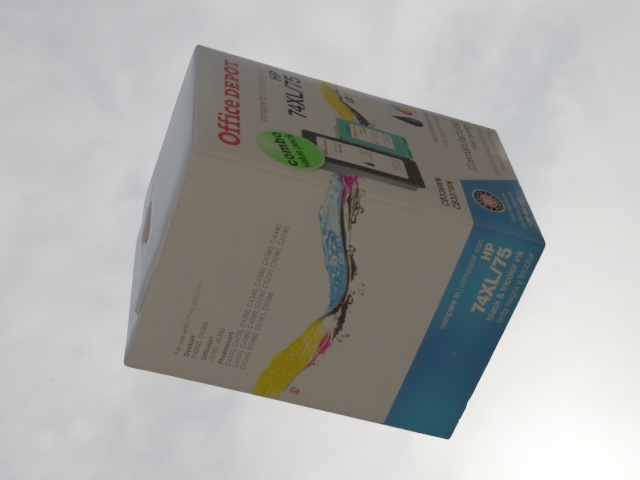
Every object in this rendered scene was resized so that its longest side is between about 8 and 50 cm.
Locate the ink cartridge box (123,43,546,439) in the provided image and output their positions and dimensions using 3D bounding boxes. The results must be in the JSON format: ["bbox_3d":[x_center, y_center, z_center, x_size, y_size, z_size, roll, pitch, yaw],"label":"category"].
[{"bbox_3d":[0.000,0.000,0.962,0.270,0.197,0.198,14,-151,-13],"label":"ink cartridge box"}]
